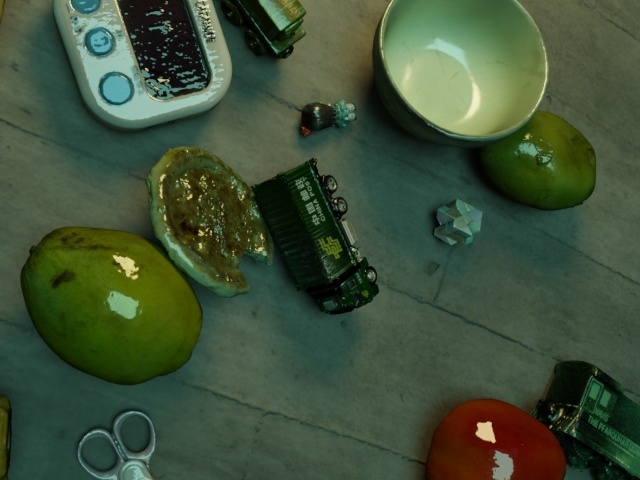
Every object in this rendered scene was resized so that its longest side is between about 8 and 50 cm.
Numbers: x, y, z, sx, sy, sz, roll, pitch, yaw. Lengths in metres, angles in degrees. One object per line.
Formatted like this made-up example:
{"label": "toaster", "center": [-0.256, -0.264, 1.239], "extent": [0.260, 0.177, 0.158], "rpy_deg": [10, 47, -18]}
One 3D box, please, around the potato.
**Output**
{"label": "potato", "center": [0.415, -0.154, 1.292], "extent": [0.253, 0.148, 0.187], "rpy_deg": [11, 86, -21]}

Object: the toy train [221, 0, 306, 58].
{"label": "toy train", "center": [-0.108, -0.401, 1.101], "extent": [0.090, 0.137, 0.226], "rpy_deg": [-42, 101, -18]}

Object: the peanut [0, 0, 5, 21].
{"label": "peanut", "center": [-0.494, -0.380, 0.917], "extent": [0.169, 0.192, 0.388], "rpy_deg": [16, 81, -28]}

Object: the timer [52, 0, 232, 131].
{"label": "timer", "center": [-0.272, -0.305, 1.058], "extent": [0.236, 0.087, 0.262], "rpy_deg": [-19, 95, -21]}

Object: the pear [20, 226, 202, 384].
{"label": "pear", "center": [-0.291, 0.089, 0.964], "extent": [0.269, 0.212, 0.213], "rpy_deg": [35, 75, -24]}

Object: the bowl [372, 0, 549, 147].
{"label": "bowl", "center": [0.228, -0.297, 1.200], "extent": [0.306, 0.163, 0.308], "rpy_deg": [2, 79, -11]}

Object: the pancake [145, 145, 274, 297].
{"label": "pancake", "center": [-0.162, -0.034, 1.040], "extent": [0.253, 0.037, 0.254], "rpy_deg": [35, 42, -40]}

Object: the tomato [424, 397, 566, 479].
{"label": "tomato", "center": [0.312, 0.407, 1.206], "extent": [0.259, 0.180, 0.260], "rpy_deg": [0, 90, -22]}

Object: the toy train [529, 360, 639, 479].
{"label": "toy train", "center": [0.561, 0.373, 1.332], "extent": [0.330, 0.138, 0.178], "rpy_deg": [34, 71, -18]}

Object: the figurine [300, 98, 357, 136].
{"label": "figurine", "center": [0.014, -0.215, 1.192], "extent": [0.105, 0.047, 0.060], "rpy_deg": [-12, 128, -29]}

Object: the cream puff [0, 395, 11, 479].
{"label": "cream puff", "center": [-0.478, 0.272, 0.920], "extent": [0.116, 0.146, 0.146], "rpy_deg": [5, 86, -20]}

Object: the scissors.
{"label": "scissors", "center": [-0.276, 0.384, 1.050], "extent": [0.118, 0.030, 0.242], "rpy_deg": [-26, 97, -18]}

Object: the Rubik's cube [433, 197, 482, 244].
{"label": "Rubik's cube", "center": [0.248, -0.028, 1.256], "extent": [0.084, 0.075, 0.073], "rpy_deg": [16, 65, -6]}

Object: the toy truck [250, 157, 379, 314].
{"label": "toy truck", "center": [0.000, 0.000, 1.133], "extent": [0.121, 0.088, 0.259], "rpy_deg": [-33, 101, -47]}
